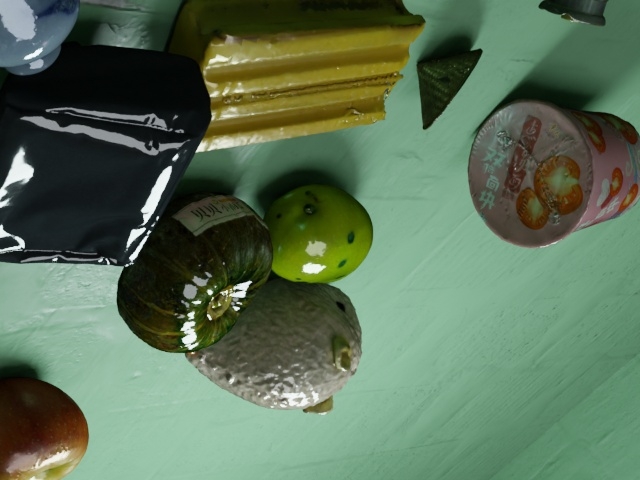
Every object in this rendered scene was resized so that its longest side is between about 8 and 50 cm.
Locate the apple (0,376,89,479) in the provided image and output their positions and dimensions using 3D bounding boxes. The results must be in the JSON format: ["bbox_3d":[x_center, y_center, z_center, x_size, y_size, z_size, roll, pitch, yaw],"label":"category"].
[{"bbox_3d":[-0.490,0.316,2.111,0.210,0.173,0.235,-30,163,-7],"label":"apple"}]

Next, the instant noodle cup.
[{"bbox_3d":[0.407,-0.115,2.166,0.231,0.243,0.243,-7,147,-47],"label":"instant noodle cup"}]

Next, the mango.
[{"bbox_3d":[0.000,0.000,2.070,0.175,0.143,0.293,-29,163,4],"label":"mango"}]

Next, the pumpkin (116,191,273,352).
[{"bbox_3d":[-0.199,0.041,1.908,0.260,0.189,0.260,-43,155,-26],"label":"pumpkin"}]

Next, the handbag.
[{"bbox_3d":[-0.305,-0.109,1.535,0.275,0.177,0.302,8,140,-27],"label":"handbag"}]

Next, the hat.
[{"bbox_3d":[0.168,-0.239,1.899,0.146,0.067,0.146,-54,-173,9],"label":"hat"}]

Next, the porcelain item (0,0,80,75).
[{"bbox_3d":[-0.325,-0.270,1.285,0.141,0.141,0.259,-25,146,-7],"label":"porcelain item"}]

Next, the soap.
[{"bbox_3d":[-0.038,-0.226,1.668,0.325,0.096,0.204,-11,146,-32],"label":"soap"}]

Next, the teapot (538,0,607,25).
[{"bbox_3d":[0.366,-0.363,1.801,0.166,0.130,0.119,-38,145,-70],"label":"teapot"}]

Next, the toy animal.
[{"bbox_3d":[-0.065,0.178,2.211,0.359,0.226,0.188,-11,148,-33],"label":"toy animal"}]
